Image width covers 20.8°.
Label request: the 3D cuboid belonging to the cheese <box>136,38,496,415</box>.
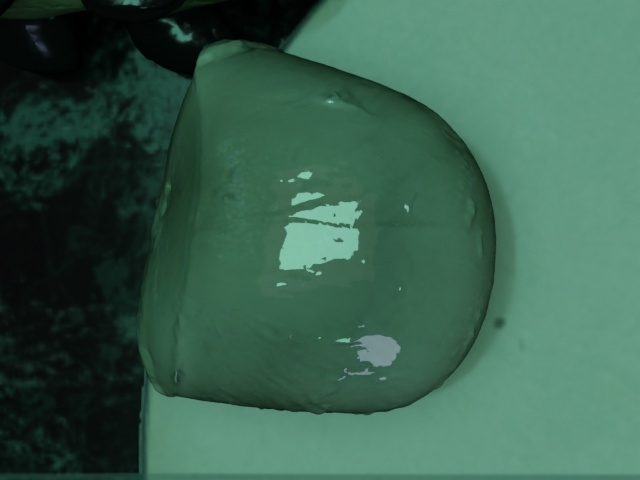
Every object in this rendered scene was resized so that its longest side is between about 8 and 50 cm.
[{"bbox_3d":[0.000,0.000,0.927,0.189,0.154,0.198,11,91,6],"label":"cheese"}]

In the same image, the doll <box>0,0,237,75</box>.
[{"bbox_3d":[-0.115,-0.167,0.961,0.234,0.143,0.135,5,83,11],"label":"doll"}]
